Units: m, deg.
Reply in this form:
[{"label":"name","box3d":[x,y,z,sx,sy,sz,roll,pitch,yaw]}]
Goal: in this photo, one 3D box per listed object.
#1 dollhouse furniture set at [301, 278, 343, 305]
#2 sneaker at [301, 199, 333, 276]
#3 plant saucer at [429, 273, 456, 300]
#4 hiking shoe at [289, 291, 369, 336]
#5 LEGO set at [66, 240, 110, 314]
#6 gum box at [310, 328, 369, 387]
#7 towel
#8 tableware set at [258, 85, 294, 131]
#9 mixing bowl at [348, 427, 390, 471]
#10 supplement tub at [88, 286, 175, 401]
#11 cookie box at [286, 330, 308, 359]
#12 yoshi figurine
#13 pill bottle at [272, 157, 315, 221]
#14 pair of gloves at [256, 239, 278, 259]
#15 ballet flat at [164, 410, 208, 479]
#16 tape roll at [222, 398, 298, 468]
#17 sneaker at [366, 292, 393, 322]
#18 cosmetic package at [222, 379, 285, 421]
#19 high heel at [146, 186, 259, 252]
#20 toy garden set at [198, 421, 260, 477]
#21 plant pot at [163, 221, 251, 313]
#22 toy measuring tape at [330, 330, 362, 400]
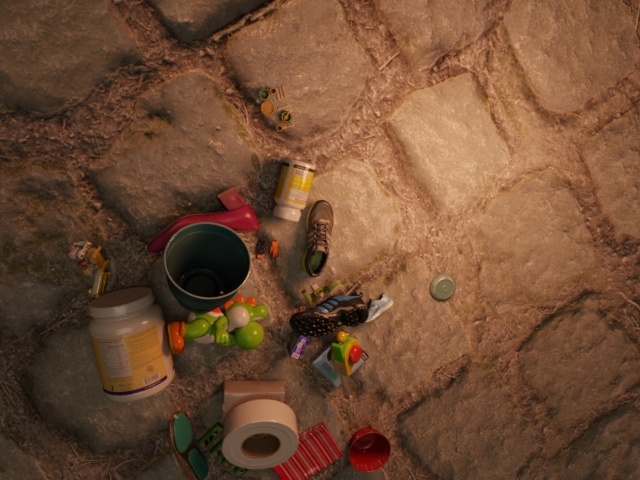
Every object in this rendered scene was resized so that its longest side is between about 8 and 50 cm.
[{"label":"dollhouse furniture set","box3d":[0.007,0.183,1.712,0.151,0.076,0.059,-31,106,-3]},{"label":"sneaker","box3d":[0.000,0.000,1.651,0.110,0.121,0.300,3,100,-12]},{"label":"plant saucer","box3d":[0.510,0.197,1.843,0.119,0.021,0.120,-2,102,-11]},{"label":"hiking shoe","box3d":[0.029,0.282,1.715,0.303,0.132,0.113,-8,120,-6]},{"label":"LEGO set","box3d":[-0.806,0.115,1.526,0.107,0.132,0.287,11,123,4]},{"label":"gum box","box3d":[0.079,0.476,1.801,0.184,0.041,0.157,-43,105,0]},{"label":"towel","box3d":[-0.063,0.906,1.864,0.274,0.031,0.199,-30,106,-4]},{"label":"tableware set","box3d":[-0.157,-0.466,1.580,0.103,0.024,0.154,-17,104,-7]},{"label":"mixing bowl","box3d":[0.193,0.860,1.869,0.181,0.098,0.182,-2,101,-12]},{"label":"supplement tub","box3d":[-0.648,0.350,1.529,0.240,0.241,0.332,-9,102,-9]},{"label":"cookie box","box3d":[-0.089,0.395,1.718,0.040,0.107,0.092,27,94,-14]},{"label":"yoshi figurine","box3d":[-0.355,0.342,1.616,0.361,0.203,0.203,-13,124,-21]},{"label":"pill bottle","box3d":[-0.099,-0.181,1.598,0.119,0.119,0.209,14,98,-13]},{"label":"pair of gloves","box3d":[-0.199,0.034,1.676,0.083,0.010,0.074,3,102,-9]},{"label":"ballet flat","box3d":[-0.536,0.798,1.715,0.106,0.107,0.316,-10,104,25]},{"label":"tape roll","box3d":[-0.225,0.731,1.672,0.285,0.100,0.286,-5,121,-8]},{"label":"sneaker","box3d":[0.210,0.270,1.788,0.162,0.063,0.073,-35,88,-7]},{"label":"cosmetic package","box3d":[-0.262,0.622,1.733,0.237,0.107,0.127,6,101,-10]},{"label":"high heel","box3d":[-0.405,-0.020,1.559,0.377,0.127,0.181,-33,95,-7]},{"label":"toy garden set","box3d":[-0.330,0.817,1.783,0.204,0.049,0.244,-43,106,-1]},{"label":"plant pot","box3d":[-0.392,0.117,1.504,0.271,0.255,0.272,10,59,-16]},{"label":"toy measuring tape","box3d":[0.111,0.478,1.745,0.121,0.121,0.330,-16,119,-8]}]
